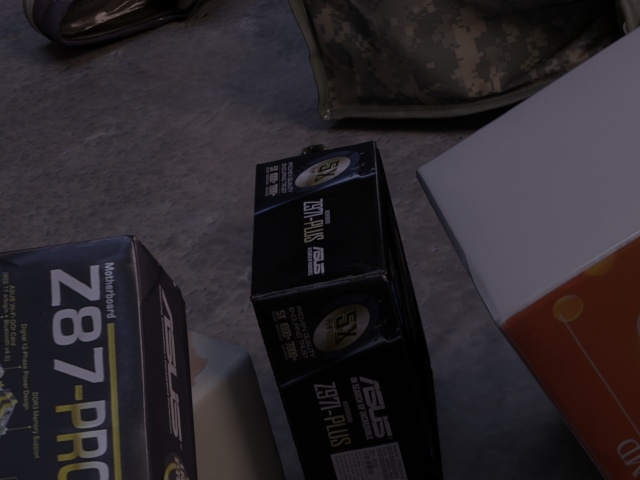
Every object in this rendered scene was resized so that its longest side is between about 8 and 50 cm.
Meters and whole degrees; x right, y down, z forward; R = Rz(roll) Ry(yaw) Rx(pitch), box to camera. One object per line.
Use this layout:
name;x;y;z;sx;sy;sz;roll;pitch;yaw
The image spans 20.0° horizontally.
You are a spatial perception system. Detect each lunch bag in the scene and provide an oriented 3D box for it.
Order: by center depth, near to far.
lunch bag;0.154;-0.212;1.462;0.287;0.169;0.235;-1;34;28

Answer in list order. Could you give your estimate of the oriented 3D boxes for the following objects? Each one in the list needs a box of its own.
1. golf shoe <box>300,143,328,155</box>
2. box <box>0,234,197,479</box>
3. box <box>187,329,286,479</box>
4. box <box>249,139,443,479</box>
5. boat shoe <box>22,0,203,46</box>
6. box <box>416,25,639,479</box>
golf shoe;0.000;0.000;1.264;0.069;0.086;0.176;-12;33;0
box;-0.210;0.211;0.803;0.318;0.097;0.394;-10;70;9
box;-0.172;0.177;1.014;0.148;0.121;0.311;14;41;35
box;0.018;0.058;1.075;0.078;0.180;0.147;-11;31;6
boat shoe;-0.139;-0.255;1.711;0.285;0.102;0.092;-24;38;-10
box;0.264;-0.020;0.979;0.345;0.215;0.168;-33;32;7
